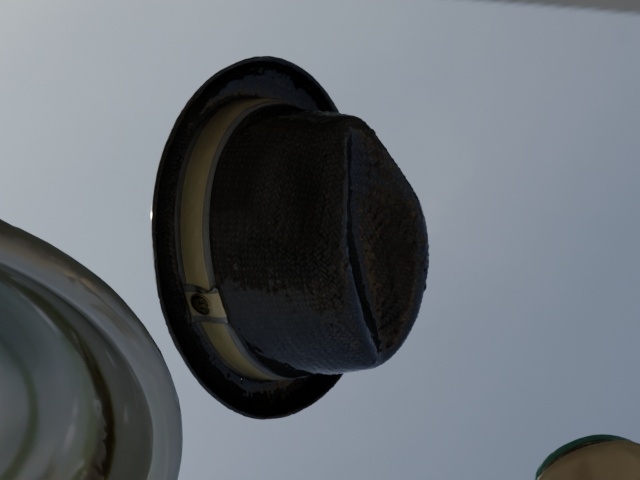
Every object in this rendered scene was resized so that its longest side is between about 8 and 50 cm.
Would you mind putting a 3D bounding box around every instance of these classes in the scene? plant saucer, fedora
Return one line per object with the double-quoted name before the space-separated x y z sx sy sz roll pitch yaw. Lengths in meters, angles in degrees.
"plant saucer" -0.286 0.108 0.821 0.400 0.400 0.100 -17 -139 0
"fedora" 0.000 0.000 1.227 0.152 0.334 0.334 3 -136 38

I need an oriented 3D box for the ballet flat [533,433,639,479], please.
"ballet flat" 0.162 0.182 0.650 0.086 0.248 0.086 -14 -132 16
